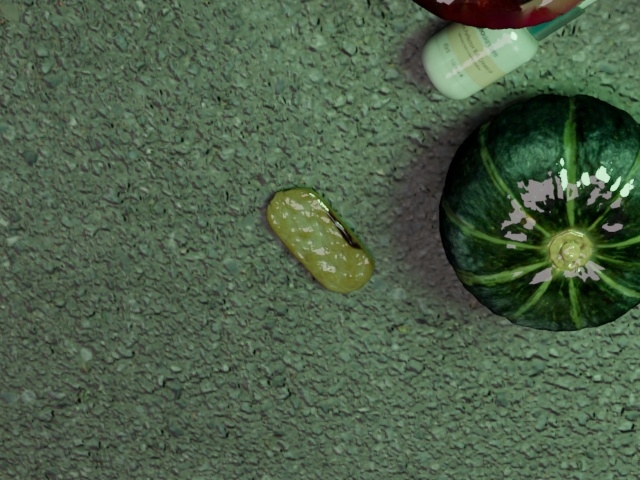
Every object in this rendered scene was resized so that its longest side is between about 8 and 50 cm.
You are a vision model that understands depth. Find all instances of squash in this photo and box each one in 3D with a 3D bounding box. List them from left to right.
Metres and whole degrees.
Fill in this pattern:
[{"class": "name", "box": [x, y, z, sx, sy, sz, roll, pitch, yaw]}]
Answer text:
[{"class": "squash", "box": [0.245, -0.028, 1.820, 0.252, 0.165, 0.252, 2, 120, 3]}]

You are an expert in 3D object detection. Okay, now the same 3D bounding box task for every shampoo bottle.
[{"class": "shampoo bottle", "box": [0.193, -0.211, 1.774, 0.192, 0.074, 0.074, -29, 112, 22]}]

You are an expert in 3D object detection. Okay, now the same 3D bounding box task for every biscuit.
[{"class": "biscuit", "box": [0.000, 0.000, 1.954, 0.071, 0.018, 0.147, -32, 112, 25]}]

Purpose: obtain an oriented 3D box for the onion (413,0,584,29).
[{"class": "onion", "box": [0.178, -0.328, 1.659, 0.272, 0.195, 0.272, 2, 96, 22]}]
